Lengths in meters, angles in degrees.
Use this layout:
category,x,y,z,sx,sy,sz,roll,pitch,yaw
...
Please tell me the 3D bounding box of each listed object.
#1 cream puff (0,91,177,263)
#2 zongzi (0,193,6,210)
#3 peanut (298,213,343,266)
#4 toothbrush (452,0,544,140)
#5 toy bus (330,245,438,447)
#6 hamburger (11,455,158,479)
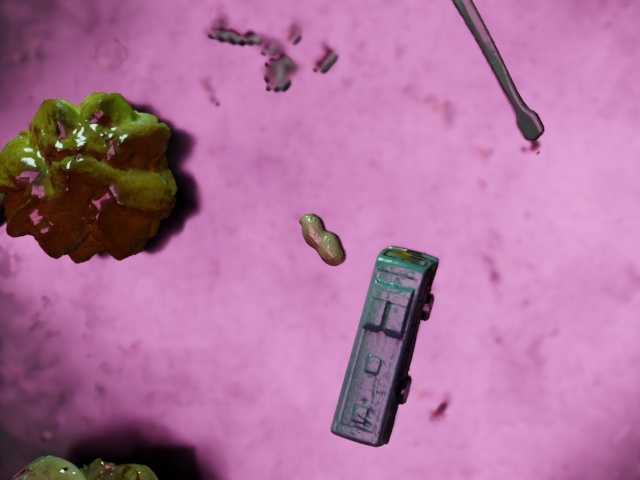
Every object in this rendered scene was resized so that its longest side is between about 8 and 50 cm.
category,x,y,z,sx,sy,sz,roll,pitch,yaw
cream puff,-0.309,-0.086,1.592,0.244,0.196,0.244,0,91,-29
zongzi,-0.506,0.002,1.664,0.187,0.084,0.184,-8,93,3
peanut,0.000,0.000,1.624,0.037,0.037,0.083,-40,89,6
toothbrush,0.219,-0.265,1.594,0.030,0.030,0.297,-30,86,25
toy bus,0.085,0.140,1.586,0.091,0.109,0.262,14,92,12
hamburger,-0.307,0.418,1.543,0.195,0.318,0.277,8,88,-38
